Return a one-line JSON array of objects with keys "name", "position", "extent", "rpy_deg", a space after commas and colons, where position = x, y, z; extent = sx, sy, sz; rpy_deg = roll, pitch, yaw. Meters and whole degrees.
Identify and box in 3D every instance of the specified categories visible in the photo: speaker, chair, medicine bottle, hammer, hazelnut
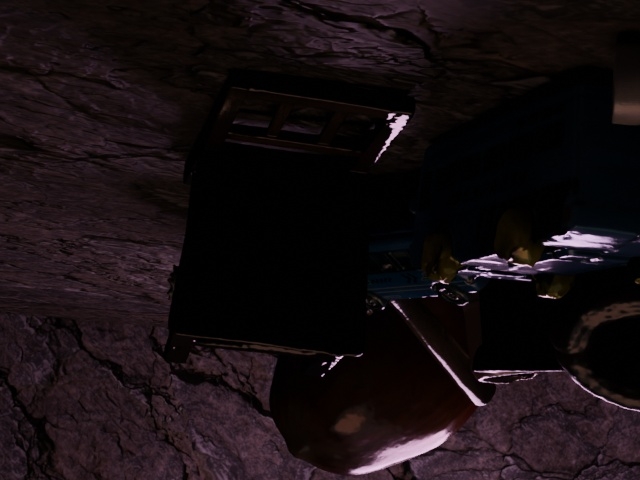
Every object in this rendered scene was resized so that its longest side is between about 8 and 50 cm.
[{"name": "speaker", "position": [0.335, 0.072, 1.899], "extent": [0.254, 0.184, 0.232], "rpy_deg": [-5, 178, 42]}, {"name": "chair", "position": [-0.042, 0.003, 1.579], "extent": [0.203, 0.240, 0.416], "rpy_deg": [8, 171, -9]}, {"name": "medicine bottle", "position": [0.321, -0.120, 1.205], "extent": [0.183, 0.069, 0.119], "rpy_deg": [4, 173, 9]}, {"name": "hammer", "position": [0.159, 0.129, 2.164], "extent": [0.044, 0.168, 0.440], "rpy_deg": [39, 175, 38]}, {"name": "hazelnut", "position": [0.088, 0.198, 2.429], "extent": [0.366, 0.365, 0.366], "rpy_deg": [4, 170, 1]}]

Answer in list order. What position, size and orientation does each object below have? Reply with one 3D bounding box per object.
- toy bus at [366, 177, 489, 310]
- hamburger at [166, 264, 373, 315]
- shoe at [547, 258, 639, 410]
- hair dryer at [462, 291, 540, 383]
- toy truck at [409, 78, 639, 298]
[{"name": "toy bus", "position": [0.095, -0.001, 1.818], "extent": [0.246, 0.113, 0.134], "rpy_deg": [-7, 138, 49]}, {"name": "hamburger", "position": [-0.052, 0.036, 2.095], "extent": [0.309, 0.132, 0.211], "rpy_deg": [5, 170, -3]}, {"name": "shoe", "position": [0.427, 0.057, 1.586], "extent": [0.384, 0.171, 0.237], "rpy_deg": [-5, -148, 14]}, {"name": "hair dryer", "position": [0.365, 0.082, 2.107], "extent": [0.344, 0.189, 0.107], "rpy_deg": [-9, 166, 12]}, {"name": "toy truck", "position": [0.214, -0.037, 1.465], "extent": [0.161, 0.162, 0.385], "rpy_deg": [7, 171, -17]}]
